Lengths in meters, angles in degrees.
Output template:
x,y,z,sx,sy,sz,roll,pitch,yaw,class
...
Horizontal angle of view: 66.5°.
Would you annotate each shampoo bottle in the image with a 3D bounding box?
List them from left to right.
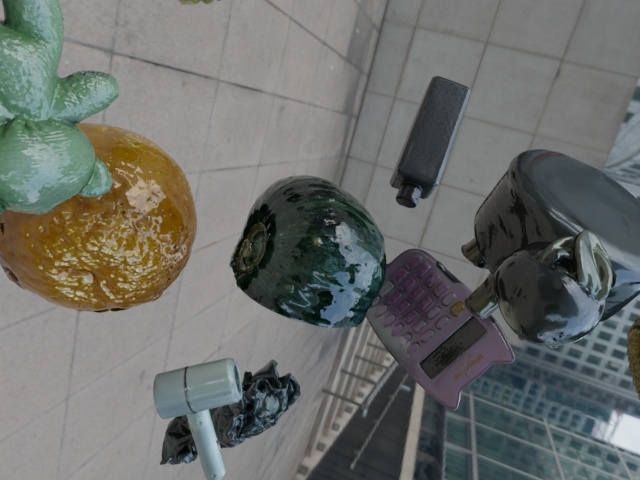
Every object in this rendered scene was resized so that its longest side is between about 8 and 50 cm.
x,y,z,sx,sy,sz,roll,pitch,yaw,class
0.194,-0.174,0.887,0.080,0.079,0.246,101,11,-73,shampoo bottle

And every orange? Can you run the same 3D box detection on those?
x,y,z,sx,sy,sz,roll,pitch,yaw,class
-0.392,-0.046,0.872,0.341,0.340,0.293,97,-15,-46,orange

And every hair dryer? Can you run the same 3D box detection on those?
x,y,z,sx,sy,sz,roll,pitch,yaw,class
-0.116,0.195,0.512,0.047,0.082,0.137,-116,-165,-78,hair dryer

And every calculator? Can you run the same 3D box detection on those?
x,y,z,sx,sy,sz,roll,pitch,yaw,class
0.205,0.152,0.920,0.194,0.294,0.043,-47,153,15,calculator

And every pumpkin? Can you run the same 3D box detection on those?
x,y,z,sx,sy,sz,roll,pitch,yaw,class
0.000,0.000,0.849,0.197,0.263,0.293,-62,-155,15,pumpkin

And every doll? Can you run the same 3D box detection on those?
x,y,z,sx,sy,sz,roll,pitch,yaw,class
-0.188,-0.091,0.302,0.115,0.077,0.150,-18,115,-45,doll

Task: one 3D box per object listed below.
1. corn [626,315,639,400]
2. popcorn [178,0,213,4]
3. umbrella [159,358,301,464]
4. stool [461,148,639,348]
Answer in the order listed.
x,y,z,sx,sy,sz,roll,pitch,yaw,class
0.429,0.233,0.558,0.097,0.097,0.320,51,30,-77,corn
-0.210,-0.518,0.823,0.212,0.259,0.259,35,72,-52,popcorn
-0.177,0.297,0.804,0.143,0.094,0.349,-17,165,-46,umbrella
0.197,0.013,0.442,0.228,0.153,0.139,-15,146,-38,stool
